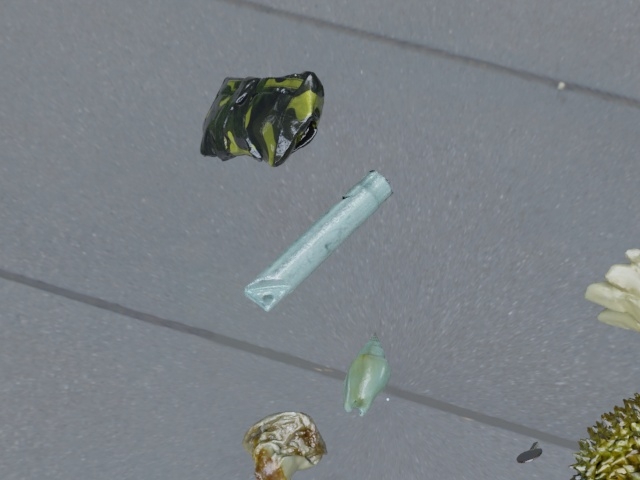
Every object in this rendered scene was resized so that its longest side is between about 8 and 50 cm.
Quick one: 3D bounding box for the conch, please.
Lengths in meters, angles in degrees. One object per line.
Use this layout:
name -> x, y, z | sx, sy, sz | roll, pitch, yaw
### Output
conch -> 0.068, 0.216, 1.448 | 0.088, 0.180, 0.065 | -17, 123, 30

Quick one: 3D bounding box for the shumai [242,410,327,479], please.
shumai -> -0.056, 0.339, 1.377 | 0.146, 0.145, 0.116 | -5, 51, 3

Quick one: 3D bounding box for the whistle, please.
whistle -> 0.000, 0.000, 1.480 | 0.062, 0.062, 0.312 | 42, 67, 10

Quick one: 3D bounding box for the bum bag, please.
bum bag -> -0.070, -0.134, 0.979 | 0.060, 0.232, 0.106 | 23, 86, -31

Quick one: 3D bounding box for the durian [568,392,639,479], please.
durian -> 0.517, 0.335, 1.304 | 0.293, 0.258, 0.258 | 2, 78, 42

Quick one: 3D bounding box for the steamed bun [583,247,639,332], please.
steamed bun -> 0.547, 0.098, 1.285 | 0.247, 0.428, 0.189 | -47, 37, 20

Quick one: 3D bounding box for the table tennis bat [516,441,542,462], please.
table tennis bat -> 0.401, 0.404, 1.700 | 0.050, 0.083, 0.007 | -22, 91, 29
